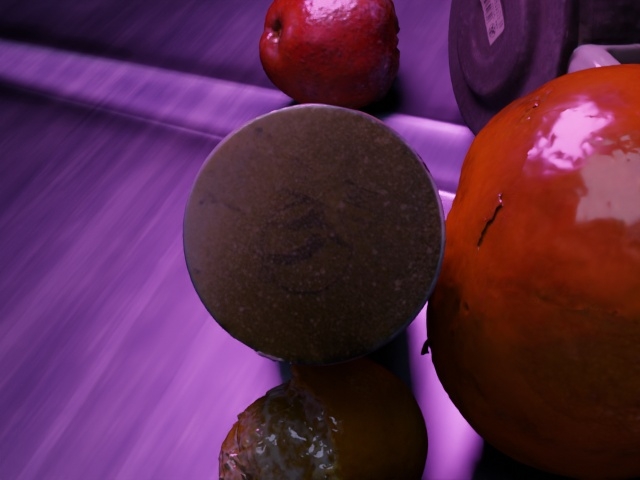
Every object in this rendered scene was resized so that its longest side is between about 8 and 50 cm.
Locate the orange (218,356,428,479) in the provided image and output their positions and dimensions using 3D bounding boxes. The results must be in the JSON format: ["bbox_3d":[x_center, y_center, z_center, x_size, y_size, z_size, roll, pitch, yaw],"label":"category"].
[{"bbox_3d":[-0.001,0.147,0.591,0.157,0.156,0.134,-20,52,-2],"label":"orange"}]

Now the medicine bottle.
[{"bbox_3d":[0.000,0.000,0.628,0.151,0.151,0.322,-17,-2,1],"label":"medicine bottle"}]

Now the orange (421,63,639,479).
[{"bbox_3d":[0.196,0.021,0.570,0.226,0.283,0.284,19,52,14],"label":"orange"}]

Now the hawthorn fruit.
[{"bbox_3d":[0.012,-0.241,1.002,0.173,0.172,0.172,-10,42,9],"label":"hawthorn fruit"}]

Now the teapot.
[{"bbox_3d":[0.286,-0.211,0.801,0.240,0.239,0.321,-3,4,-15],"label":"teapot"}]
